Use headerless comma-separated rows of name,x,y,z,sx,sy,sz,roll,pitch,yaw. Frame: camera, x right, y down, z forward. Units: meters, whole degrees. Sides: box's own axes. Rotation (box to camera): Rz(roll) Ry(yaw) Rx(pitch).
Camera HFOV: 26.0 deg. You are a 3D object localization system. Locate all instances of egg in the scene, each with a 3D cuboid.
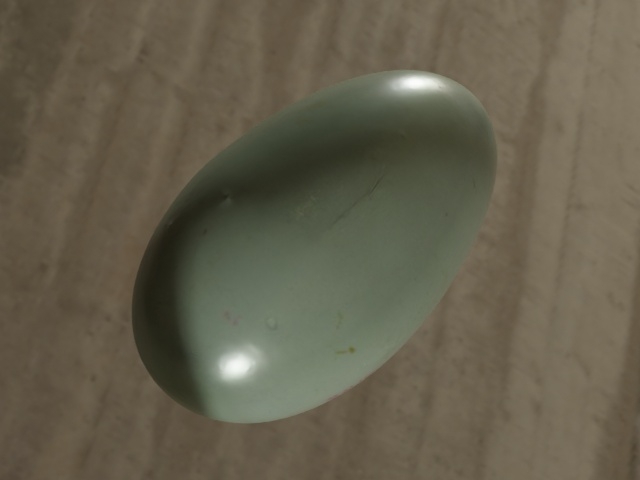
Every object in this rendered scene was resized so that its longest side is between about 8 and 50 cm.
egg,0.000,0.000,1.194,0.371,0.230,0.230,-42,-152,-7
